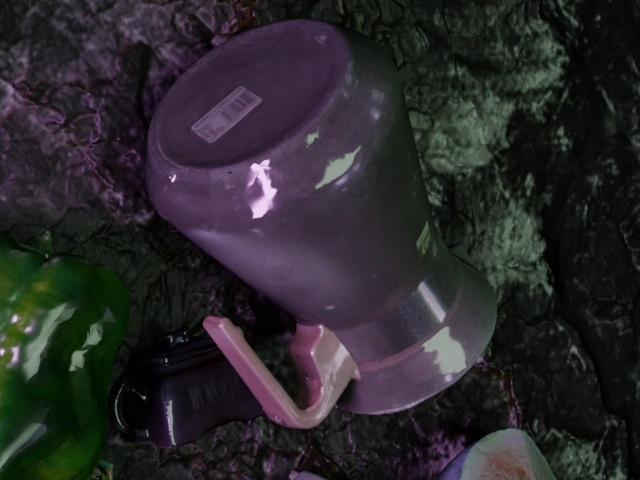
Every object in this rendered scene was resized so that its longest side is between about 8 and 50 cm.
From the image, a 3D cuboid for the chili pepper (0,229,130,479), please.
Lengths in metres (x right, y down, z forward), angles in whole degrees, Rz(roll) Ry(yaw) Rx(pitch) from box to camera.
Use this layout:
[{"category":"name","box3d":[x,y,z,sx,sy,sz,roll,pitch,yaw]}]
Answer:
[{"category":"chili pepper","box3d":[-0.282,0.176,1.676,0.213,0.167,0.384,23,82,-38]}]

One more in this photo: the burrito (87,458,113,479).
[{"category":"burrito","box3d":[-0.197,0.355,1.835,0.096,0.066,0.309,-5,96,-37]}]

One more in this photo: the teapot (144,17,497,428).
[{"category":"teapot","box3d":[0.000,0.000,1.843,0.300,0.253,0.344,-55,130,-26]}]

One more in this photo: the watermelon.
[{"category":"watermelon","box3d":[0.181,0.334,2.119,0.322,0.175,0.188,55,17,-37]}]

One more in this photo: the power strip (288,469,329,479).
[{"category":"power strip","box3d":[-0.054,0.348,1.968,0.216,0.061,0.145,-41,126,-28]}]

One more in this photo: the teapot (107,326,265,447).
[{"category":"teapot","box3d":[-0.126,0.131,1.856,0.177,0.087,0.096,-18,102,-37]}]
